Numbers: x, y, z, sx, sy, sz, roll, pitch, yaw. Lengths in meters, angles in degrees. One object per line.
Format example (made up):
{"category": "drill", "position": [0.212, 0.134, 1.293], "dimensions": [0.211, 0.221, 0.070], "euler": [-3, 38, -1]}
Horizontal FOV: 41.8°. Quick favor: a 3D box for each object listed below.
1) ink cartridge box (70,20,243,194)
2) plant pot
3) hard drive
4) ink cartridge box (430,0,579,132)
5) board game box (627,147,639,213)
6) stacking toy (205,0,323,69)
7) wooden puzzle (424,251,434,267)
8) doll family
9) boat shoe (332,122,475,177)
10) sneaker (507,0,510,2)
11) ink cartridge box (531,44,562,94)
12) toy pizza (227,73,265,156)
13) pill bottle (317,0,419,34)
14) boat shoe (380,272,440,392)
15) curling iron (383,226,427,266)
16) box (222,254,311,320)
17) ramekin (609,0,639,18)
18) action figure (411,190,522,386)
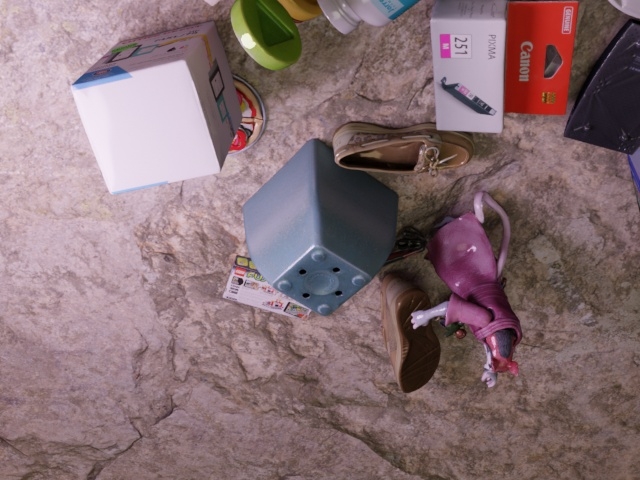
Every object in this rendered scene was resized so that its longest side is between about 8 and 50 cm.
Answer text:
{"category": "ink cartridge box", "position": [-0.268, -0.236, 1.448], "dimensions": [0.198, 0.270, 0.197], "euler": [-11, 116, 9]}
{"category": "plant pot", "position": [0.000, 0.000, 1.698], "dimensions": [0.247, 0.252, 0.248], "euler": [32, 124, -25]}
{"category": "hard drive", "position": [0.581, -0.288, 1.576], "dimensions": [0.172, 0.054, 0.255], "euler": [13, 131, -11]}
{"category": "ink cartridge box", "position": [0.323, -0.302, 1.492], "dimensions": [0.239, 0.060, 0.275], "euler": [5, 145, 14]}
{"category": "board game box", "position": [0.711, 0.023, 1.682], "dimensions": [0.066, 0.319, 0.318], "euler": [-17, 129, 16]}
{"category": "stacking toy", "position": [-0.151, -0.394, 1.337], "dimensions": [0.130, 0.279, 0.309], "euler": [-27, 129, 36]}
{"category": "wooden puzzle", "position": [0.268, 0.032, 1.892], "dimensions": [0.049, 0.006, 0.083], "euler": [20, 128, -18]}
{"category": "doll family", "position": [0.359, 0.155, 1.962], "dimensions": [0.193, 0.076, 0.111], "euler": [-37, 118, 25]}
{"category": "boat shoe", "position": [0.166, -0.169, 1.655], "dimensions": [0.285, 0.089, 0.104], "euler": [1, 131, -2]}
{"category": "sneaker", "position": [0.327, -0.401, 1.479], "dimensions": [0.073, 0.063, 0.162], "euler": [-19, 139, 4]}
{"category": "ink cartridge box", "position": [0.421, -0.318, 1.551], "dimensions": [0.028, 0.048, 0.083], "euler": [17, 130, -16]}
{"category": "toy pizza", "position": [-0.208, -0.239, 1.628], "dimensions": [0.201, 0.032, 0.201], "euler": [0, 132, 0]}
{"category": "pill bottle", "position": [0.120, -0.450, 1.365], "dimensions": [0.264, 0.146, 0.146], "euler": [-33, 124, 25]}
{"category": "boat shoe", "position": [0.207, 0.221, 1.997], "dimensions": [0.121, 0.110, 0.341], "euler": [-22, 130, -19]}
{"category": "curling iron", "position": [0.116, 0.040, 1.884], "dimensions": [0.274, 0.035, 0.068], "euler": [-24, 107, 26]}
{"category": "box", "position": [-0.111, 0.111, 1.928], "dimensions": [0.207, 0.036, 0.114], "euler": [17, 130, -8]}
{"category": "ramekin", "position": [0.557, -0.501, 1.337], "dimensions": [0.273, 0.127, 0.273], "euler": [-1, 132, -1]}
{"category": "action figure", "position": [0.351, 0.130, 1.735], "dimensions": [0.248, 0.370, 0.276], "euler": [32, 116, -36]}
